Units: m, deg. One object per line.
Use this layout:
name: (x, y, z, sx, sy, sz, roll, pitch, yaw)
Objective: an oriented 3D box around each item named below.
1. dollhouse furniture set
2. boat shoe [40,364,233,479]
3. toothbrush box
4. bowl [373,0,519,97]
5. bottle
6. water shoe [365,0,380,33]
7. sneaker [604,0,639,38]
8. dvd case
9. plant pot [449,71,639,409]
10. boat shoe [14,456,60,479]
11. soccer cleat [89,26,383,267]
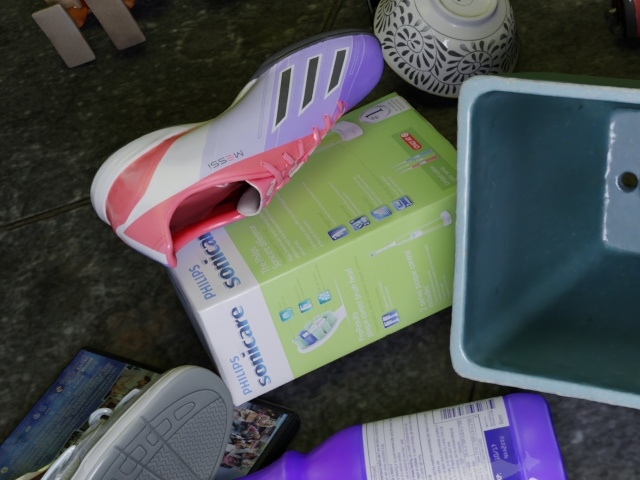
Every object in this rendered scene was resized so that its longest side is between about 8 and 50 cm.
dollhouse furniture set: (-0.227, -0.351, 1.753, 0.259, 0.135, 0.262, -17, 40, 18)
boat shoe: (-0.196, 0.226, 1.069, 0.103, 0.118, 0.320, 26, 76, 46)
toothbrush box: (0.000, 0.000, 1.256, 0.283, 0.122, 0.206, -24, 35, -10)
bowl: (0.149, -0.248, 1.465, 0.170, 0.080, 0.170, 4, 63, -9)
bottle: (0.052, 0.199, 1.055, 0.283, 0.092, 0.118, -13, 35, 5)
water shoe: (0.088, -0.301, 1.597, 0.073, 0.080, 0.203, -13, 41, 4)
sneaker: (0.374, -0.338, 1.530, 0.135, 0.098, 0.276, -12, 44, 6)
dvd case: (-0.166, 0.191, 1.193, 0.253, 0.022, 0.180, 13, 49, 30)
plant pot: (0.269, -0.021, 1.107, 0.247, 0.248, 0.252, 8, 16, 25)
boat shoe: (-0.219, 0.206, 1.145, 0.137, 0.049, 0.043, -28, 84, -16)
soccer cleat: (-0.052, -0.085, 1.219, 0.318, 0.109, 0.116, -32, 55, -21)
